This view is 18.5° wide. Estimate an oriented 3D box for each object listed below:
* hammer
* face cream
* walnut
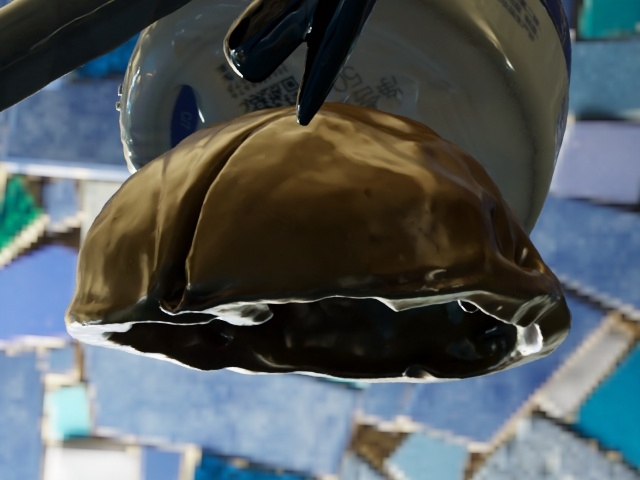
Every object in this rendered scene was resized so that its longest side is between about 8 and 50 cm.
[{"bbox_3d":[-0.159,-0.001,0.460,0.427,0.044,0.152,-30,152,-11],"label":"hammer"},{"bbox_3d":[0.012,-0.064,0.921,0.206,0.111,0.206,8,128,10],"label":"face cream"},{"bbox_3d":[0.001,-0.002,0.695,0.167,0.087,0.211,-8,167,21],"label":"walnut"}]
